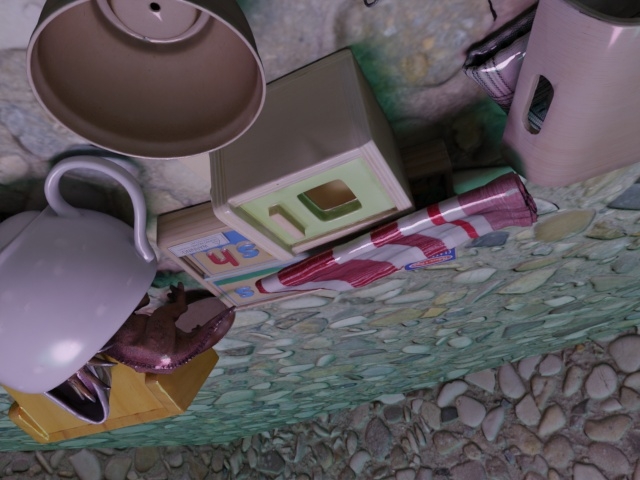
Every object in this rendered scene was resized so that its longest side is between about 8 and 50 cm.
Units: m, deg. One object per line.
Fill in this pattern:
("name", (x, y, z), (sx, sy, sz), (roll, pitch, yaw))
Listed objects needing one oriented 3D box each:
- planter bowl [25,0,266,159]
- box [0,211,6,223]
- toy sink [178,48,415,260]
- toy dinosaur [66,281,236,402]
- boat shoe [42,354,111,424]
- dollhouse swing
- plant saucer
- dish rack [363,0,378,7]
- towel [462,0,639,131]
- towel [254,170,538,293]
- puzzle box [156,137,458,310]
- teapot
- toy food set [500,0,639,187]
("planter bowl", (-0.128, -0.154, 0.390), (0.162, 0.109, 0.162), (-8, 153, -4))
("box", (-0.464, 0.008, 0.690), (0.094, 0.027, 0.137), (-3, 152, -16))
("toy sink", (-0.036, -0.070, 0.560), (0.234, 0.131, 0.153), (-18, 151, 17))
("toy dinosaur", (-0.285, 0.163, 0.795), (0.296, 0.200, 0.127), (1, 111, 2))
("boat shoe", (-0.449, 0.177, 0.824), (0.118, 0.103, 0.320), (-33, 124, -14))
("dollhouse swing", (-0.468, 0.230, 1.088), (0.347, 0.304, 0.315), (-16, -166, 13))
("plant saucer", (-0.248, 0.167, 1.003), (0.168, 0.029, 0.168), (-27, 143, -22))
("dish rack", (0.037, -0.216, 0.288), (0.272, 0.074, 0.208), (1, 171, -36))
("towel", (0.361, -0.197, 0.522), (0.324, 0.056, 0.312), (-30, 146, 34))
("towel", (0.110, 0.009, 0.660), (0.329, 0.037, 0.237), (-23, 166, 24))
("puzzle box", (0.000, 0.000, 0.778), (0.409, 0.052, 0.272), (-15, 150, 10))
("teapot", (-0.339, 0.042, 0.621), (0.187, 0.256, 0.253), (48, 147, -23))
("toy food set", (0.322, -0.170, 0.439), (0.306, 0.092, 0.219), (-20, 155, 2))
